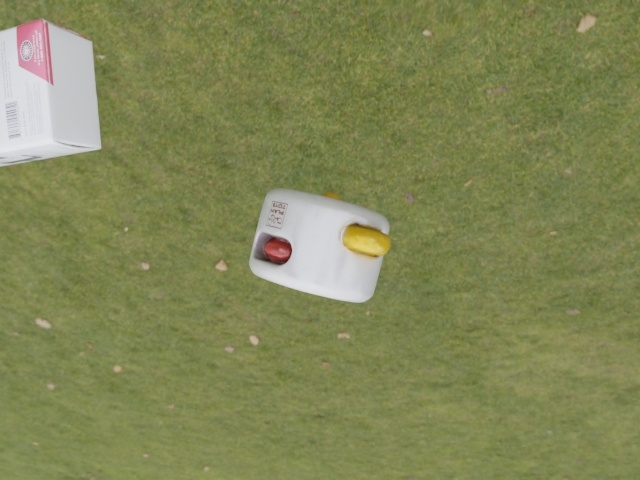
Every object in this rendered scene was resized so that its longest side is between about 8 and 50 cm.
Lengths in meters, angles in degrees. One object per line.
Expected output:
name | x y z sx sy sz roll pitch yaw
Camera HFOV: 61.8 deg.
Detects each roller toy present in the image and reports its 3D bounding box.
roller toy | 0.000 0.000 0.791 0.191 0.146 0.209 14 180 1

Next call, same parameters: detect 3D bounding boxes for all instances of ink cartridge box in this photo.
ink cartridge box | -0.421 -0.191 0.738 0.218 0.158 0.092 -4 -179 21
